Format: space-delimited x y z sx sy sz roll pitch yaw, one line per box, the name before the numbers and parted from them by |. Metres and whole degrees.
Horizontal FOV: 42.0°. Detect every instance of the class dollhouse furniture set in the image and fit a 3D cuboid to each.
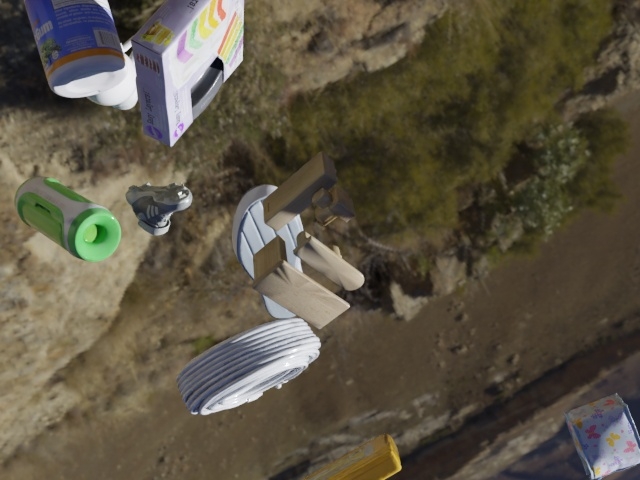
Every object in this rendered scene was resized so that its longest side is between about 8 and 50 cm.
dollhouse furniture set | 0.000 0.000 1.112 0.144 0.151 0.123 -38 125 24

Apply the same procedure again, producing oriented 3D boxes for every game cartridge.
game cartridge | 0.017 0.460 1.571 0.285 0.053 0.324 -29 170 -1

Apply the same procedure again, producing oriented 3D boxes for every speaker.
speaker | -0.563 -0.052 1.843 0.131 0.296 0.131 -21 122 -38

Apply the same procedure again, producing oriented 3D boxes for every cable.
cable | -0.121 0.215 1.444 0.257 0.089 0.257 -37 163 36

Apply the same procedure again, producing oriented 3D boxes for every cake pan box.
cake pan box | -0.220 -0.321 1.427 0.246 0.070 0.267 -55 170 -27

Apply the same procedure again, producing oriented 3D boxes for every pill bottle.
pill bottle | -0.475 -0.425 1.588 0.152 0.272 0.152 -19 171 -3

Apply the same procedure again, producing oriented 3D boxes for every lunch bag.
lunch bag | 0.334 0.233 0.982 0.071 0.083 0.053 -23 -174 6

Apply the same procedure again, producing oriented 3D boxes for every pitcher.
pitcher | -0.455 -0.385 1.857 0.207 0.125 0.178 -42 152 -85

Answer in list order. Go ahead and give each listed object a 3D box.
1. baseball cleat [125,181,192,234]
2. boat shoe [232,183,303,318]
baseball cleat | -0.307 -0.061 1.647 0.072 0.109 0.206 -33 -152 -31
boat shoe | -0.083 0.010 1.312 0.109 0.094 0.302 -18 142 -9
